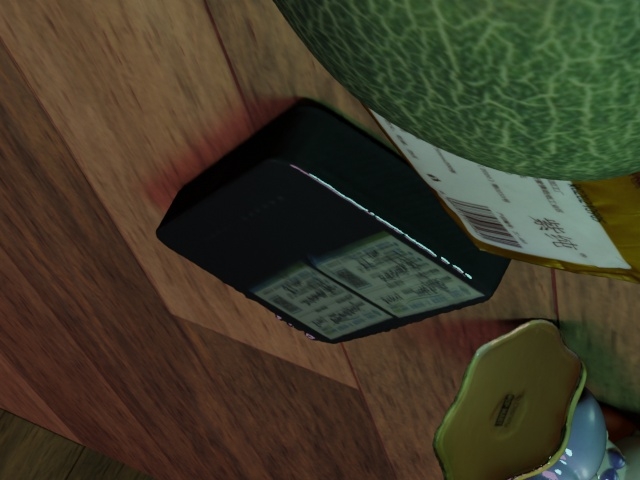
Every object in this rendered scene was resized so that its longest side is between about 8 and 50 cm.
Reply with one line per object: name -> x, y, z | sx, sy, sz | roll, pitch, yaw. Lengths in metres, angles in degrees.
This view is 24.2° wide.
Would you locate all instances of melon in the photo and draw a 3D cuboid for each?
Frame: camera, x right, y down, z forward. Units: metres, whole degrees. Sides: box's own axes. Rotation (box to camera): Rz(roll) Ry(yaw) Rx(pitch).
melon -> 0.083, -0.147, 0.534 | 0.238, 0.237, 0.301 | 18, 157, 27

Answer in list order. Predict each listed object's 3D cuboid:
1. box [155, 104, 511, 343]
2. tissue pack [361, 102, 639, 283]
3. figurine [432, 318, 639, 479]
box -> 0.000, 0.000, 1.250 | 0.211, 0.058, 0.350 | 32, 159, -15
tissue pack -> 0.126, -0.067, 0.879 | 0.183, 0.092, 0.226 | 10, 152, 40
figurine -> 0.231, 0.200, 1.292 | 0.208, 0.181, 0.257 | -37, 122, 24
